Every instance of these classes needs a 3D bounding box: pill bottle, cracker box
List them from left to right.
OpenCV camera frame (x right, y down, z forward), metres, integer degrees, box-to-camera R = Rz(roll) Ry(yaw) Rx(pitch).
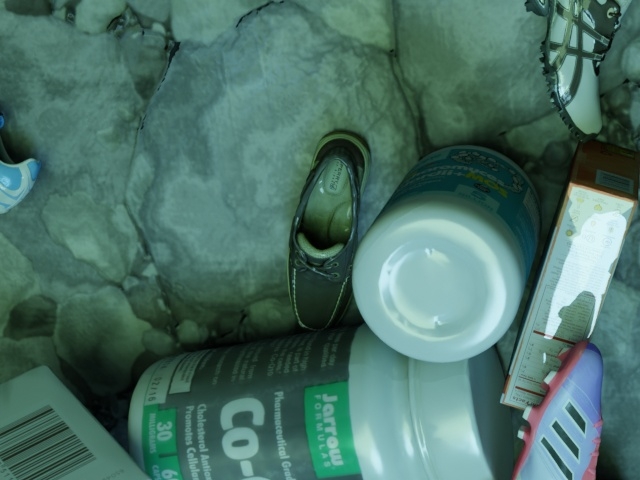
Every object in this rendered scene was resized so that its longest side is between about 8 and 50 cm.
[{"bbox_3d":[0.003,0.194,1.312,0.361,0.204,0.204,-12,105,19],"label":"pill bottle"},{"bbox_3d":[0.126,-0.002,1.173,0.146,0.264,0.146,5,110,13],"label":"pill bottle"},{"bbox_3d":[0.240,0.035,1.213,0.067,0.156,0.232,18,114,8],"label":"cracker box"}]

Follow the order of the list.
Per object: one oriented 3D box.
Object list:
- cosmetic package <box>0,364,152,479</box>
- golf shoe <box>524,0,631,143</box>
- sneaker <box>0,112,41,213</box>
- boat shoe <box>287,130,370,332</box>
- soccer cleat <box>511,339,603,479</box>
[{"bbox_3d":[-0.278,0.389,1.374,0.230,0.161,0.453,36,141,42],"label":"cosmetic package"},{"bbox_3d":[0.246,-0.189,1.175,0.093,0.077,0.198,-12,107,19],"label":"golf shoe"},{"bbox_3d":[-0.402,-0.133,1.386,0.237,0.085,0.086,44,88,1],"label":"sneaker"},{"bbox_3d":[0.001,0.000,1.313,0.080,0.073,0.224,15,112,10],"label":"boat shoe"},{"bbox_3d":[0.219,0.200,1.147,0.095,0.083,0.248,25,119,14],"label":"soccer cleat"}]
